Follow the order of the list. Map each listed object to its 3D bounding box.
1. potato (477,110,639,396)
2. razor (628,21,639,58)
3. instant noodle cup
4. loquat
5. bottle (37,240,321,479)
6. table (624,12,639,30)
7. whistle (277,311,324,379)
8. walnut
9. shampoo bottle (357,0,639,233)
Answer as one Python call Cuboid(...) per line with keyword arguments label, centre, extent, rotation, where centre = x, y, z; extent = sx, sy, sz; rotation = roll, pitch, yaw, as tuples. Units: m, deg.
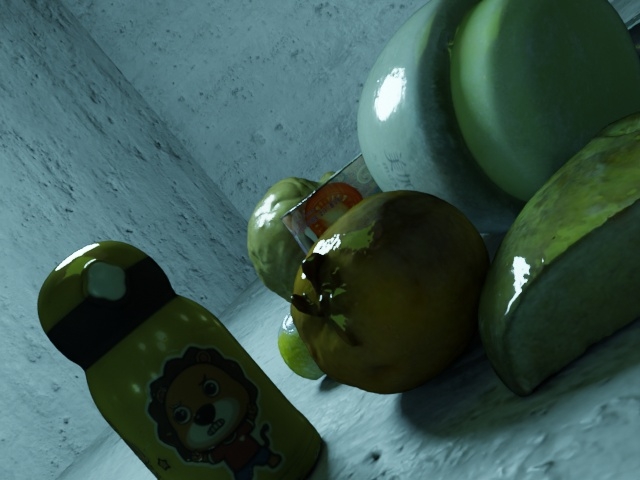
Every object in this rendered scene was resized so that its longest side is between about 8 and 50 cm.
Cuboid(label="potato", centre=(0.224, 0.009, 0.532), extent=(0.255, 0.112, 0.269), rotation=(-42, 3, -14))
Cuboid(label="razor", centre=(0.551, -0.301, 0.845), extent=(0.189, 0.107, 0.327), rotation=(-41, 6, -25))
Cuboid(label="instant noodle cup", centre=(0.082, -0.008, 1.006), extent=(0.243, 0.231, 0.243), rotation=(-38, 5, 4))
Cuboid(label="loquat", centre=(0.080, 0.056, 0.666), extent=(0.238, 0.193, 0.238), rotation=(-30, -22, -14))
Cuboid(label="bottle", centre=(-0.172, 0.156, 0.708), extent=(0.171, 0.351, 0.171), rotation=(-40, 6, 5))
Cuboid(label="table", centre=(0.520, -0.482, 1.256), extent=(0.335, 0.272, 0.222), rotation=(-46, 7, -33))
Cuboid(label="whistle", centre=(-0.004, 0.149, 0.973), extent=(0.123, 0.123, 0.223), rotation=(-40, -10, 0))
Cuboid(label="walnut", centre=(0.002, 0.001, 1.240), extent=(0.253, 0.282, 0.277), rotation=(-55, -7, -32))
Cuboid(label="shampoo bottle", centre=(0.219, -0.168, 0.815), extent=(0.322, 0.322, 0.317), rotation=(-42, 17, -24))
